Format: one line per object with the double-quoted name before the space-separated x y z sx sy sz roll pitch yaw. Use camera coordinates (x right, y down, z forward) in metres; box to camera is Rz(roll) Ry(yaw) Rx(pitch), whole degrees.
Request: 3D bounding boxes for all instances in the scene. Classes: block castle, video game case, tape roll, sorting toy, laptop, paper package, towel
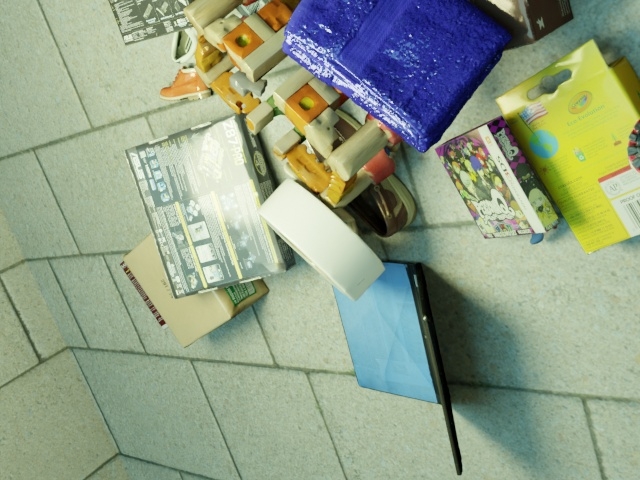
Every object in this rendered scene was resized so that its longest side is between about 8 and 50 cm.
"block castle" -0.032 -0.297 1.321 0.453 0.213 0.303 46 168 7
"video game case" 0.314 -0.105 1.274 0.210 0.041 0.232 60 168 -5
"tape roll" 0.000 0.000 1.483 0.286 0.100 0.286 43 176 4
"sorting toy" 0.005 -0.079 1.543 0.193 0.208 0.038 42 90 14
"laptop" 0.154 0.263 1.584 0.236 0.408 0.382 -12 110 9
"paper package" -0.355 0.094 1.962 0.309 0.168 0.325 -33 90 47
"towel" 0.106 -0.309 1.082 0.308 0.076 0.228 39 108 11

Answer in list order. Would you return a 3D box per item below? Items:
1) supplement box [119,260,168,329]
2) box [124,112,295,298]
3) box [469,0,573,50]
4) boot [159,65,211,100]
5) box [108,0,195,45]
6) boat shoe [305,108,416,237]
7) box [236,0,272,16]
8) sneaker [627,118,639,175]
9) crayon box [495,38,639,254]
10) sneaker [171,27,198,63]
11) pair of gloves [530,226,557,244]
"supplement box" -0.479 0.132 2.118 0.073 0.130 0.239 -32 93 46
"box" -0.269 -0.081 1.711 0.318 0.097 0.395 -15 97 20
"box" 0.266 -0.392 1.132 0.203 0.167 0.168 -5 112 42
"boot" -0.343 -0.391 1.744 0.158 0.059 0.085 0 112 32
"box" -0.360 -0.561 1.493 0.307 0.076 0.242 5 120 47
"boat shoe" 0.057 -0.147 1.491 0.342 0.123 0.123 52 136 3
"box" -0.100 -0.547 1.433 0.183 0.059 0.233 49 137 6
"sneaker" 0.546 -0.220 0.996 0.121 0.112 0.299 44 106 13
"crayon box" 0.461 -0.156 1.167 0.202 0.081 0.319 -28 95 46
"sneaker" -0.277 -0.505 1.587 0.094 0.091 0.258 38 134 17
"pair of gloves" 0.365 -0.079 1.291 0.198 0.023 0.159 59 168 -6
